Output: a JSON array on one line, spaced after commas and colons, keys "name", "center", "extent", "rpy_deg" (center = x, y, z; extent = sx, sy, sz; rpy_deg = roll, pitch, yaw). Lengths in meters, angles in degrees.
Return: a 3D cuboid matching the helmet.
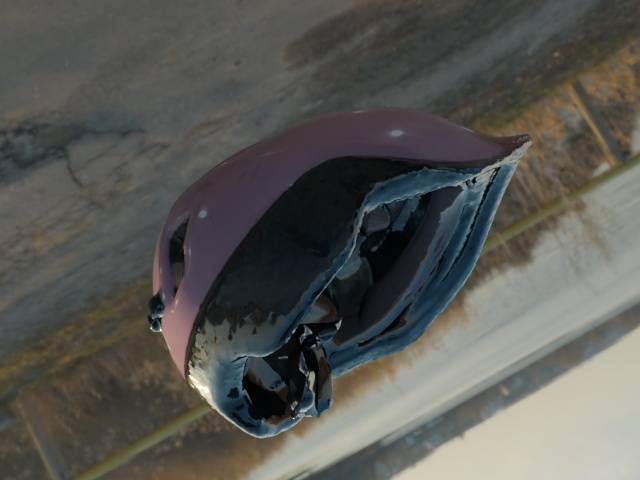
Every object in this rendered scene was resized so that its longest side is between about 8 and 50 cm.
[{"name": "helmet", "center": [0.000, 0.000, 0.596], "extent": [0.253, 0.154, 0.198], "rpy_deg": [-46, 160, -37]}]
